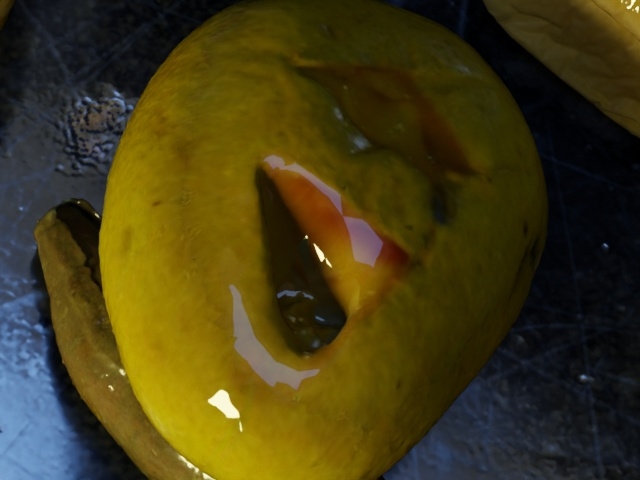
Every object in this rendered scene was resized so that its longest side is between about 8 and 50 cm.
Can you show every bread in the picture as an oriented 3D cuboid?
[{"bbox_3d":[0.246,-0.144,1.062,0.288,0.152,0.119,39,73,3],"label":"bread"}]

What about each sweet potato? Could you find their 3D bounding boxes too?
[{"bbox_3d":[-0.081,0.088,0.931,0.286,0.085,0.112,41,30,19],"label":"sweet potato"}]

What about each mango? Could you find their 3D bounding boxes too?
[{"bbox_3d":[0.000,0.000,0.888,0.253,0.182,0.365,30,42,-9],"label":"mango"}]

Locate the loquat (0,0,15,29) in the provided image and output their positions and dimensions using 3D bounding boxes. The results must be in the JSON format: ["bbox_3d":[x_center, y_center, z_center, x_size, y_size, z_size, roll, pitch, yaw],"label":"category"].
[{"bbox_3d":[-0.279,-0.201,0.950,0.213,0.213,0.213,5,64,-10],"label":"loquat"}]
